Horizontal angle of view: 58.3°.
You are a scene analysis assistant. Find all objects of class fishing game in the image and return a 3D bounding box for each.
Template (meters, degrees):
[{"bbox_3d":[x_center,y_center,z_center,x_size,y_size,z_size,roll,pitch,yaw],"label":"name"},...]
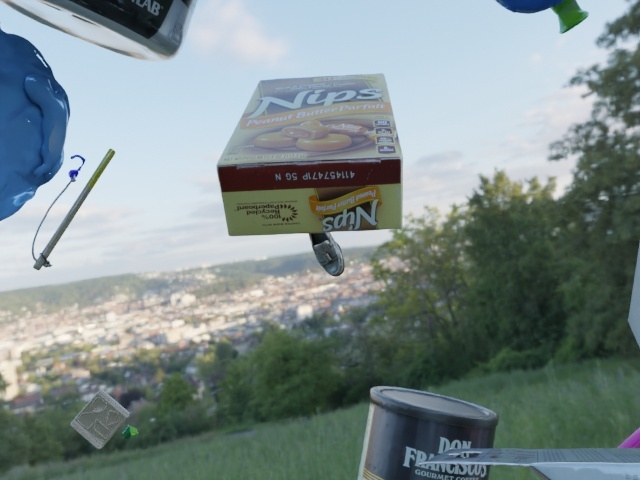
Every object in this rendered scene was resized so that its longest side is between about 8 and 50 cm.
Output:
[{"bbox_3d":[-0.304,-0.101,0.471,0.041,0.189,0.264,11,-17,43],"label":"fishing game"}]

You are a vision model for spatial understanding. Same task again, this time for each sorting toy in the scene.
[{"bbox_3d":[-0.300,0.261,0.810,0.062,0.083,0.012,-50,-6,-17],"label":"sorting toy"}]

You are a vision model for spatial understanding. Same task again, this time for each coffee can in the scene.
[{"bbox_3d":[0.155,0.387,0.892,0.201,0.275,0.201,10,-6,1],"label":"coffee can"}]

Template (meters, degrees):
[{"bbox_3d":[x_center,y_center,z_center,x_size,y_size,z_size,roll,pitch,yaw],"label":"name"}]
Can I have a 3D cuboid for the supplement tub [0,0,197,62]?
[{"bbox_3d":[-0.175,-0.343,0.516,0.193,0.316,0.193,19,3,-1],"label":"supplement tub"}]

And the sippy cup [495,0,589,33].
[{"bbox_3d":[0.379,-0.529,1.046,0.305,0.240,0.224,15,40,-1],"label":"sippy cup"}]

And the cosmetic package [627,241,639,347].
[{"bbox_3d":[0.402,0.060,0.483,0.217,0.156,0.385,-22,-26,15],"label":"cosmetic package"}]

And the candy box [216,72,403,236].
[{"bbox_3d":[-0.003,-0.119,0.697,0.182,0.088,0.316,-2,31,4],"label":"candy box"}]

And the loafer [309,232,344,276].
[{"bbox_3d":[0.000,0.000,0.924,0.045,0.125,0.039,-27,-17,19],"label":"loafer"}]

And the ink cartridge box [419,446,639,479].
[{"bbox_3d":[0.207,0.193,0.452,0.224,0.056,0.181,-9,-19,18],"label":"ink cartridge box"}]

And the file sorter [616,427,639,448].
[{"bbox_3d":[0.538,0.350,0.754,0.291,0.202,0.182,-47,16,8],"label":"file sorter"}]
